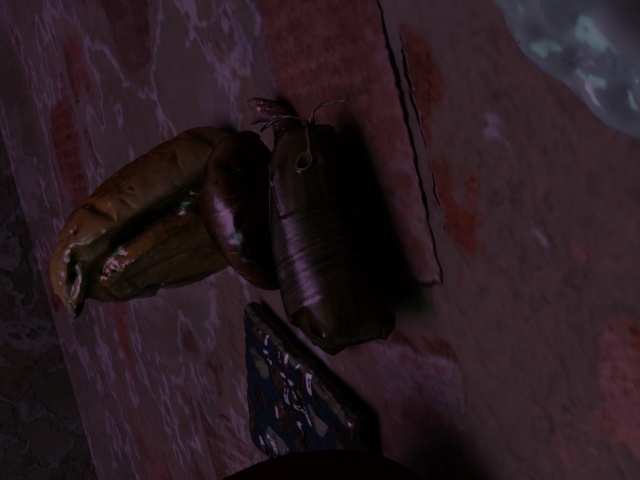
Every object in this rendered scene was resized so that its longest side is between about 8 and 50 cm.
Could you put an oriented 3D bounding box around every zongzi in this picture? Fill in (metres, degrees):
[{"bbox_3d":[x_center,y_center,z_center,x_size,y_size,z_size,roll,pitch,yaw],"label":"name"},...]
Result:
[{"bbox_3d":[0.000,0.000,0.840,0.184,0.084,0.187,107,153,-80],"label":"zongzi"}]

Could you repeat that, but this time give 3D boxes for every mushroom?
[{"bbox_3d":[-0.056,-0.042,0.884,0.135,0.080,0.170,45,-134,-68],"label":"mushroom"}]

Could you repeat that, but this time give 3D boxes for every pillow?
[{"bbox_3d":[-0.014,0.190,1.032,0.255,0.034,0.188,36,139,51],"label":"pillow"}]

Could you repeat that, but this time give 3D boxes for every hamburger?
[{"bbox_3d":[-0.180,-0.027,1.029,0.135,0.208,0.155,57,156,25],"label":"hamburger"}]

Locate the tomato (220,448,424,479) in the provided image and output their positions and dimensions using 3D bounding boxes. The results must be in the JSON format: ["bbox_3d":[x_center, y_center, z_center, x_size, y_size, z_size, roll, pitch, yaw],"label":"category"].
[{"bbox_3d":[-0.007,0.309,0.781,0.239,0.304,0.303,99,149,-72],"label":"tomato"}]

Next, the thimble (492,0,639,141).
[{"bbox_3d":[0.153,-0.109,0.253,0.237,0.150,0.237,35,163,12],"label":"thimble"}]
